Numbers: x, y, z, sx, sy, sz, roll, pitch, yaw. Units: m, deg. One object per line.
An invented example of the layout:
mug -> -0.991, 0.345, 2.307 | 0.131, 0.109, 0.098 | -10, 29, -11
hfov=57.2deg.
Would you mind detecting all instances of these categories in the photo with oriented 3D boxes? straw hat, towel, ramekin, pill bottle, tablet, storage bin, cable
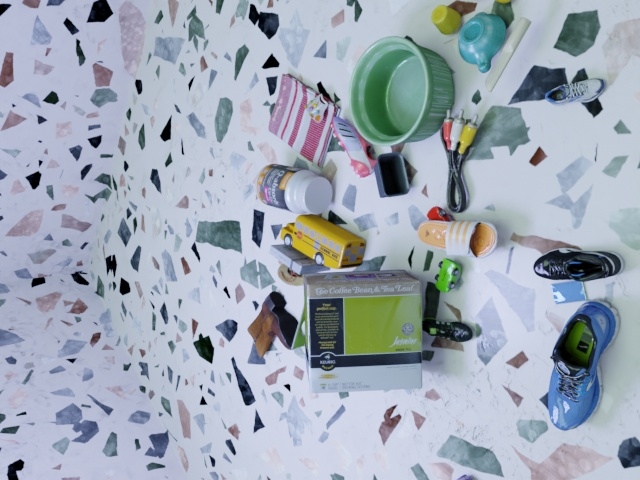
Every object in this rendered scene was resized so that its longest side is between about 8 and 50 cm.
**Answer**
straw hat -> -0.090, 0.105, 2.209 | 0.144, 0.144, 0.061 | -46, 20, 42
towel -> -0.069, -0.441, 2.138 | 0.329, 0.037, 0.237 | 41, 125, 38
ramekin -> 0.238, -0.424, 1.702 | 0.303, 0.148, 0.303 | 8, 101, 48
pill bottle -> -0.097, -0.183, 2.107 | 0.278, 0.162, 0.162 | 17, 108, 47
tablet -> 0.614, 0.128, 1.452 | 0.083, 0.006, 0.054 | -18, 82, 49
storage bin -> 0.216, -0.195, 1.811 | 0.091, 0.098, 0.135 | 150, 109, -76
cable -> 0.365, -0.223, 1.641 | 0.139, 0.072, 0.287 | 29, 116, 49

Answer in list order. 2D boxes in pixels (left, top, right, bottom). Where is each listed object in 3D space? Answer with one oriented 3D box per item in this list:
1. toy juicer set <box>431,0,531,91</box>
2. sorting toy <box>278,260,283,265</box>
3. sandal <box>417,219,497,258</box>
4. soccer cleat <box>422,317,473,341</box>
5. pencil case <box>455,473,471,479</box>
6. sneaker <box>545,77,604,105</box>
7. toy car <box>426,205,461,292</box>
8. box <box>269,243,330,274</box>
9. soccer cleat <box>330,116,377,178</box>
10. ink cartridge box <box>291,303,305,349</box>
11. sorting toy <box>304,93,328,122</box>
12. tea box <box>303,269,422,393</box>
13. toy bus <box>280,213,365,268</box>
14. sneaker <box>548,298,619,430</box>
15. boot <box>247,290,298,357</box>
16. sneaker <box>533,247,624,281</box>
toy juicer set -> 0.440, -0.550, 1.512 | 0.209, 0.089, 0.329 | -45, 53, 27
sorting toy -> -0.148, 0.075, 2.312 | 0.083, 0.012, 0.062 | 50, 134, 28
sandal -> 0.353, -0.004, 1.597 | 0.265, 0.076, 0.102 | 6, 100, 49
soccer cleat -> 0.358, 0.263, 1.711 | 0.179, 0.072, 0.060 | 7, 100, 48
pencil case -> 0.445, 0.768, 1.668 | 0.206, 0.088, 0.086 | 46, 129, 34
sneaker -> 0.592, -0.346, 1.376 | 0.135, 0.058, 0.052 | -10, 88, 48
toy car -> 0.383, 0.040, 1.670 | 0.239, 0.053, 0.225 | 33, 119, 42
box -> -0.074, 0.062, 2.126 | 0.186, 0.145, 0.038 | 32, 117, 41
soccer cleat -> 0.115, -0.316, 1.926 | 0.095, 0.083, 0.248 | -30, 64, 16
ink cartridge box -> -0.003, 0.244, 1.984 | 0.097, 0.255, 0.189 | 38, 122, 40
sorting toy -> -0.011, -0.463, 2.018 | 0.075, 0.045, 0.083 | -40, 67, 25
tea box -> 0.119, 0.261, 1.751 | 0.220, 0.329, 0.324 | -126, 35, -82
toy bus -> 0.000, 0.000, 2.060 | 0.332, 0.108, 0.130 | 30, 116, 43
sneaker -> 0.594, 0.302, 1.392 | 0.129, 0.147, 0.330 | 22, 112, 45
boot -> -0.201, 0.386, 2.352 | 0.264, 0.096, 0.280 | 56, 133, 28
sneaker -> 0.583, 0.058, 1.390 | 0.217, 0.121, 0.079 | -8, 88, 49
